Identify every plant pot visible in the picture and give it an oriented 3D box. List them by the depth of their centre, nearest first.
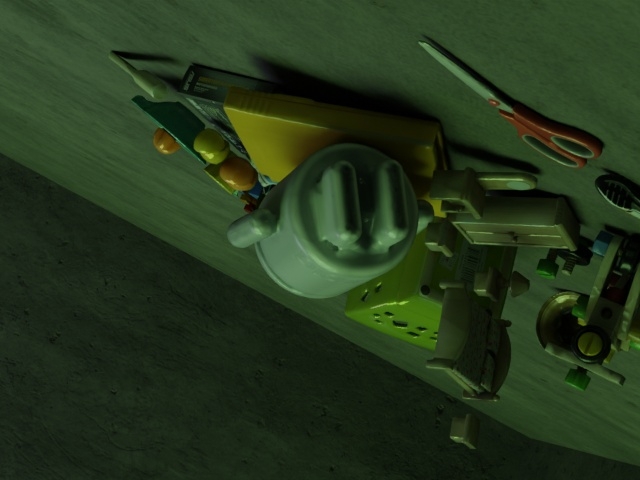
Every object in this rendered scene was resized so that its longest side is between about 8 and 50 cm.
[{"bbox_3d":[0.204,0.055,2.039,0.227,0.228,0.207,21,164,-20],"label":"plant pot"}]

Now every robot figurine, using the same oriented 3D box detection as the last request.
[{"bbox_3d":[0.016,-0.024,1.772,0.300,0.199,0.353,1,169,-17],"label":"robot figurine"}]

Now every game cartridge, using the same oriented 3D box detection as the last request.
[{"bbox_3d":[0.036,-0.135,1.836,0.324,0.052,0.285,14,163,15],"label":"game cartridge"}]

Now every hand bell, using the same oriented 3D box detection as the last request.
[{"bbox_3d":[0.535,0.185,2.310,0.126,0.126,0.242,14,176,44],"label":"hand bell"}]

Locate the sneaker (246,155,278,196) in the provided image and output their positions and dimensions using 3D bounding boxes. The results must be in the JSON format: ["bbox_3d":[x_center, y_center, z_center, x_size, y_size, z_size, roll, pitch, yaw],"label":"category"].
[{"bbox_3d":[-0.088,-0.122,2.126,0.085,0.086,0.237,46,177,-42],"label":"sneaker"}]

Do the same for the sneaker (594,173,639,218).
[{"bbox_3d":[0.409,-0.054,1.591,0.109,0.040,0.044,28,170,-14],"label":"sneaker"}]

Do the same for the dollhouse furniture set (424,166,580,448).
[{"bbox_3d":[0.265,0.111,1.760,0.174,0.355,0.303,2,161,26],"label":"dollhouse furniture set"}]

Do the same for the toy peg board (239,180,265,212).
[{"bbox_3d":[-0.099,-0.076,2.468,0.161,0.079,0.160,19,168,24],"label":"toy peg board"}]

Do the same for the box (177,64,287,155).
[{"bbox_3d":[-0.104,-0.199,1.975,0.183,0.056,0.231,16,166,32],"label":"box"}]

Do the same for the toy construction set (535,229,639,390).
[{"bbox_3d":[0.484,0.150,1.852,0.309,0.237,0.257,25,169,-2],"label":"toy construction set"}]

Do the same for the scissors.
[{"bbox_3d":[0.228,-0.167,1.505,0.297,0.021,0.109,27,171,-15],"label":"scissors"}]

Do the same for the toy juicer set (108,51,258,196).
[{"bbox_3d":[-0.243,-0.183,2.042,0.329,0.089,0.209,43,177,-22],"label":"toy juicer set"}]
